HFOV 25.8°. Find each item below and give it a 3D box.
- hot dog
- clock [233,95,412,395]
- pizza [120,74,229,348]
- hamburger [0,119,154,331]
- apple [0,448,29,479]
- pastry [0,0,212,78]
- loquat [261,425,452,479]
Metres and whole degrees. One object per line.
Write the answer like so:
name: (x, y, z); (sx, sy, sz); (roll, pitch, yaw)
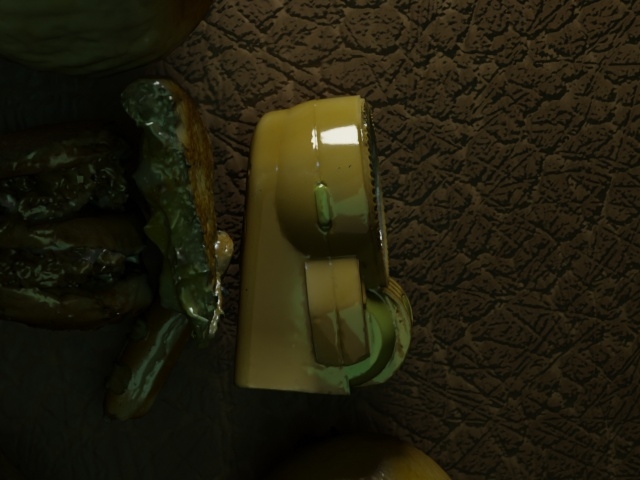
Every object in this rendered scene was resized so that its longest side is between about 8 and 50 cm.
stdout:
hot dog: (-0.176, 0.090, 1.592); (0.072, 0.109, 0.269); (28, 87, -8)
clock: (0.000, 0.000, 1.561); (0.200, 0.244, 0.317); (-3, 96, 2)
pizza: (-0.153, -0.030, 1.455); (0.075, 0.280, 0.287); (-9, 75, 4)
hamburger: (-0.291, -0.019, 1.465); (0.245, 0.260, 0.211); (-9, 103, -41)
apple: (-0.426, 0.385, 1.539); (0.309, 0.314, 0.252); (-41, 64, -10)
pastry: (-0.246, -0.359, 1.386); (0.312, 0.388, 0.388); (15, 95, 13)
loquat: (0.038, 0.343, 1.618); (0.275, 0.275, 0.275); (-2, 99, -14)
